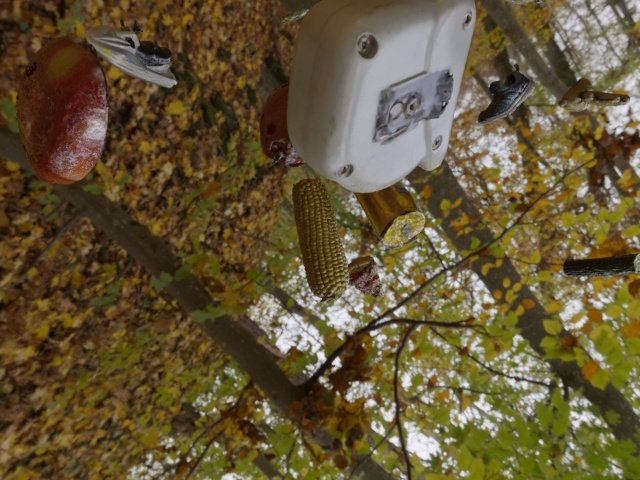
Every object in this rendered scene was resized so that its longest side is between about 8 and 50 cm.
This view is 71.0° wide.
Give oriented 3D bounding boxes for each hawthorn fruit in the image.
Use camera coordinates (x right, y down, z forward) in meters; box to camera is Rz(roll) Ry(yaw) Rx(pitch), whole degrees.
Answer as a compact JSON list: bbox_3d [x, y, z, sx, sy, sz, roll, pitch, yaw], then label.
[{"bbox_3d":[-0.044,-0.197,0.795,0.148,0.148,0.172,-26,-153,50],"label":"hawthorn fruit"}]

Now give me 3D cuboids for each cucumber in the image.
[{"bbox_3d":[0.733,0.068,1.174,0.058,0.058,0.187,-54,-160,-26],"label":"cucumber"}]

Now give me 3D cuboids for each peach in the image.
[{"bbox_3d":[-0.401,-0.175,0.655,0.279,0.189,0.068,-40,164,34],"label":"peach"}]

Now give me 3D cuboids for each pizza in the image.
[{"bbox_3d":[0.178,0.162,1.738,0.188,0.199,0.062,-40,-167,36],"label":"pizza"}]

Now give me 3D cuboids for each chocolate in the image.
[{"bbox_3d":[0.167,-0.183,1.446,0.162,0.162,0.446,-41,-128,18],"label":"chocolate"}]

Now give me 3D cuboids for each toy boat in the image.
[{"bbox_3d":[-0.532,-0.547,1.304,0.140,0.141,0.269,-43,159,11],"label":"toy boat"}]

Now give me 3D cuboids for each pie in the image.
[{"bbox_3d":[-0.066,-0.573,1.147,0.084,0.020,0.084,-17,-155,8],"label":"pie"}]

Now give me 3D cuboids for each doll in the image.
[{"bbox_3d":[0.415,-0.212,0.684,0.093,0.061,0.051,-119,-142,-49],"label":"doll"}]

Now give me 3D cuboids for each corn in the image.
[{"bbox_3d":[0.000,0.000,1.415,0.143,0.388,0.144,-11,174,-1],"label":"corn"}]

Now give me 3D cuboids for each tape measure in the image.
[{"bbox_3d":[0.085,-0.186,0.584,0.265,0.130,0.258,-32,146,-27],"label":"tape measure"}]

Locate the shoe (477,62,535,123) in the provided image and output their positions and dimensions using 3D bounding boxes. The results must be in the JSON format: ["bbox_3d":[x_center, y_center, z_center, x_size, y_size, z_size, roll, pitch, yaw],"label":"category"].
[{"bbox_3d":[0.548,-0.435,1.359,0.207,0.106,0.091,-47,-167,-5],"label":"shoe"}]

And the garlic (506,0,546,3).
[{"bbox_3d":[0.427,-0.591,0.988,0.101,0.087,0.196,-13,-120,19],"label":"garlic"}]
